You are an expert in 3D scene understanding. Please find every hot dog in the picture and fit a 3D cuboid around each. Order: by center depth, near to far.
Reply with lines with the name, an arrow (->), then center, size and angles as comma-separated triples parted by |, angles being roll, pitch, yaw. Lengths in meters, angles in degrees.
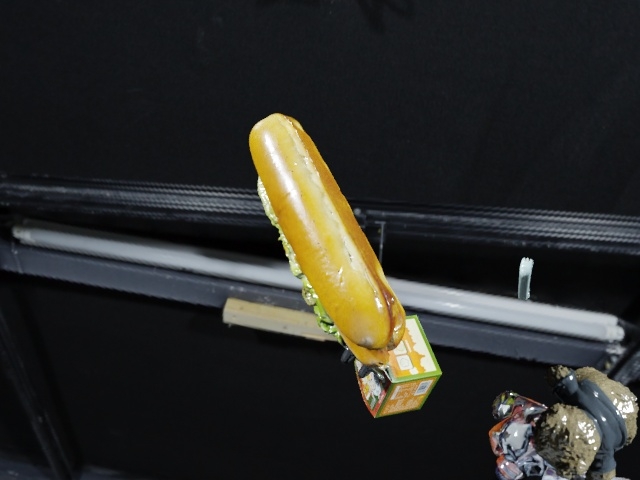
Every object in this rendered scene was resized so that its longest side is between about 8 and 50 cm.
hot dog -> 0.000, 0.000, 0.695 | 0.100, 0.338, 0.135 | -28, -21, 4

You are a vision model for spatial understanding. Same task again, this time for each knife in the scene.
knife -> 0.399, 0.074, 1.130 | 0.023, 0.044, 0.162 | 7, -21, 20

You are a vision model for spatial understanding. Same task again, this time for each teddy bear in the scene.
teddy bear -> 0.421, 0.269, 0.898 | 0.251, 0.182, 0.129 | -14, -27, -43

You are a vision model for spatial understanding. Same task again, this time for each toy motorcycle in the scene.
toy motorcycle -> 0.504, 0.459, 1.250 | 0.134, 0.207, 0.401 | 42, -19, -25

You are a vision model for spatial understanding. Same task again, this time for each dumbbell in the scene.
dumbbell -> 0.094, 0.281, 1.373 | 0.147, 0.069, 0.069 | 37, -39, 28

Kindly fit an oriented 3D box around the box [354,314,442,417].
box -> 0.190, 0.326, 1.496 | 0.148, 0.178, 0.195 | -7, -39, -17
